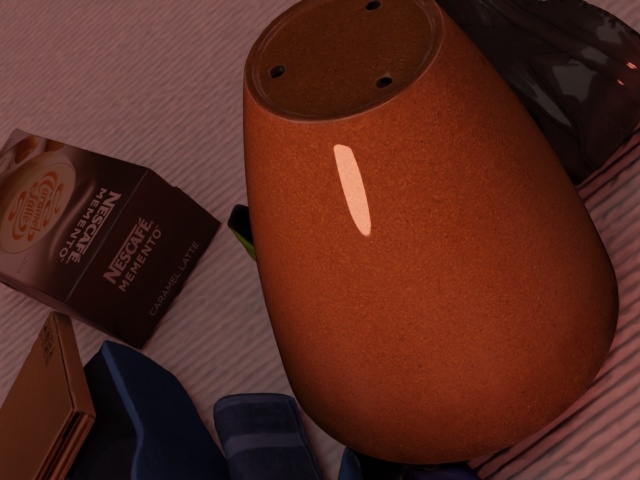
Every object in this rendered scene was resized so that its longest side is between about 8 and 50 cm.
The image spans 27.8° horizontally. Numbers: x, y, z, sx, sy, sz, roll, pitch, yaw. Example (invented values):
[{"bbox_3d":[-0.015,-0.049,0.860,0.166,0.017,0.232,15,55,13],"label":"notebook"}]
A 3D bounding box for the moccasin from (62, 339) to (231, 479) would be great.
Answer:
[{"bbox_3d":[-0.124,0.203,0.943,0.117,0.138,0.342,-52,25,9],"label":"moccasin"}]

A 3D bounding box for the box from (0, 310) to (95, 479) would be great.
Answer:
[{"bbox_3d":[-0.232,0.162,1.019,0.164,0.021,0.201,-61,23,9],"label":"box"}]

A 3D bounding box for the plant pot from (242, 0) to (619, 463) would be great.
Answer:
[{"bbox_3d":[0.048,-0.028,0.808,0.237,0.254,0.237,-12,46,13],"label":"plant pot"}]

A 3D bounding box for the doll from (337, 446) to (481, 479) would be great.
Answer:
[{"bbox_3d":[0.066,0.150,0.858,0.129,0.046,0.189,-39,38,3],"label":"doll"}]

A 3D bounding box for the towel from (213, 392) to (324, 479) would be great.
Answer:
[{"bbox_3d":[-0.035,0.157,0.928,0.119,0.067,0.029,-113,34,-47],"label":"towel"}]

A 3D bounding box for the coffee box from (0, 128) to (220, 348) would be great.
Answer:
[{"bbox_3d":[-0.228,-0.008,1.198,0.246,0.098,0.141,16,72,47],"label":"coffee box"}]

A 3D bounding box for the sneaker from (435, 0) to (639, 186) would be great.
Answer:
[{"bbox_3d":[0.130,-0.135,0.983,0.130,0.109,0.286,-55,39,3],"label":"sneaker"}]

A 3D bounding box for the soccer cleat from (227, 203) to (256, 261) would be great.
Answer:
[{"bbox_3d":[0.000,0.000,1.011,0.179,0.072,0.060,2,62,42],"label":"soccer cleat"}]
